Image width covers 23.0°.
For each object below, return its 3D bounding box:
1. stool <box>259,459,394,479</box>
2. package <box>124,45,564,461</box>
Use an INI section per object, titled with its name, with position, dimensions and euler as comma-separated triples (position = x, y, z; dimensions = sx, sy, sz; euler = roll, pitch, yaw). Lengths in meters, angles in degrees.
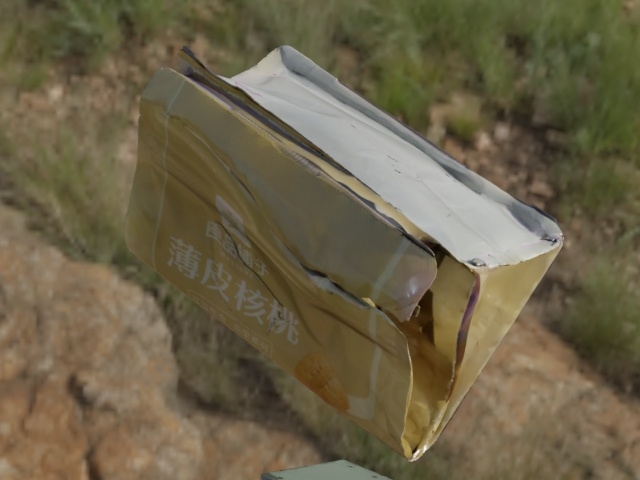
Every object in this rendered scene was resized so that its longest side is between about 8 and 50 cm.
[stool]
position = 0.049, 0.446, 2.049
dimensions = 0.269, 0.243, 0.170
euler = 15, 11, 43
[package]
position = -0.012, -0.009, 1.187
dimensions = 0.311, 0.221, 0.165
euler = 37, 8, 27
